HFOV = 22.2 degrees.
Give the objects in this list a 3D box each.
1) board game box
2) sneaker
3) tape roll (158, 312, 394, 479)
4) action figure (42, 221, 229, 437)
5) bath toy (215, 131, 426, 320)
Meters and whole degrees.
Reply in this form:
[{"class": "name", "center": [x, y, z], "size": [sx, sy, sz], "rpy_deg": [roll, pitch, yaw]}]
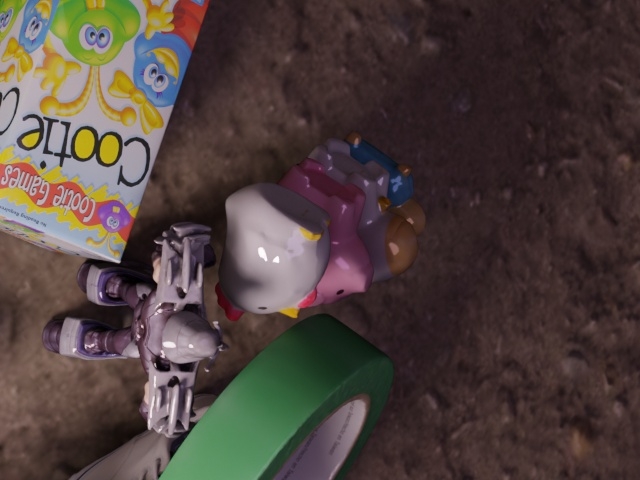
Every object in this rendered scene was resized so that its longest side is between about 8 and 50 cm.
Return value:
[{"class": "board game box", "center": [-0.223, -0.136, 1.461], "size": [0.144, 0.142, 0.275], "rpy_deg": [23, 81, -35]}, {"class": "sneaker", "center": [-0.170, 0.233, 1.559], "size": [0.258, 0.091, 0.094], "rpy_deg": [-44, 102, -28]}, {"class": "tape roll", "center": [-0.055, 0.220, 1.539], "size": [0.321, 0.077, 0.321], "rpy_deg": [-49, 164, -20]}, {"class": "action figure", "center": [-0.147, 0.071, 1.447], "size": [0.099, 0.285, 0.185], "rpy_deg": [16, 87, -29]}, {"class": "bath toy", "center": [0.000, 0.000, 1.558], "size": [0.129, 0.151, 0.348], "rpy_deg": [-58, 169, 21]}]
